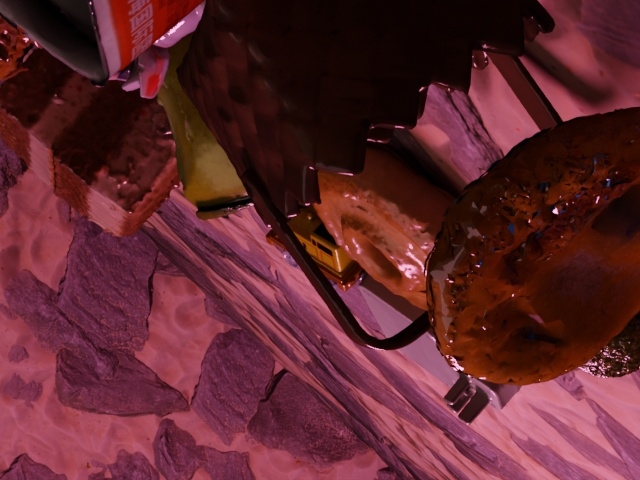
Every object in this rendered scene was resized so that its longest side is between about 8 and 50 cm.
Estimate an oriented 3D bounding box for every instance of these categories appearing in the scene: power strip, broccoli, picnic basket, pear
[{"bbox_3d":[0.183,0.168,1.375,0.261,0.141,0.229,34,164,33],"label":"power strip"},{"bbox_3d":[0.299,0.084,0.930,0.131,0.130,0.120,-42,-53,-79],"label":"broccoli"},{"bbox_3d":[0.052,-0.100,0.724,0.321,0.254,0.291,56,166,-5],"label":"picnic basket"},{"bbox_3d":[-0.115,-0.173,0.980,0.292,0.159,0.292,157,90,-81],"label":"pear"}]

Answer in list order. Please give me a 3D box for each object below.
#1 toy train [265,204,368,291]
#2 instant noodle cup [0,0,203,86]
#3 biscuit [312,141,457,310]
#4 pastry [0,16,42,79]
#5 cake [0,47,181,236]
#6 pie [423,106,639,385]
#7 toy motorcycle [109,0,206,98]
[{"bbox_3d":[0.000,0.000,1.438,0.219,0.089,0.127,32,152,30],"label":"toy train"},{"bbox_3d":[-0.093,-0.274,0.496,0.294,0.308,0.294,37,165,12],"label":"instant noodle cup"},{"bbox_3d":[0.102,-0.006,1.160,0.296,0.102,0.296,36,166,11],"label":"biscuit"},{"bbox_3d":[-0.523,-0.350,1.097,0.292,0.337,0.405,35,141,35],"label":"pastry"},{"bbox_3d":[-0.336,-0.187,1.415,0.290,0.256,0.282,38,163,-6],"label":"cake"},{"bbox_3d":[0.199,0.003,0.676,0.069,0.273,0.273,56,179,43],"label":"pie"},{"bbox_3d":[-0.141,-0.252,0.836,0.171,0.260,0.110,33,-162,19],"label":"toy motorcycle"}]
